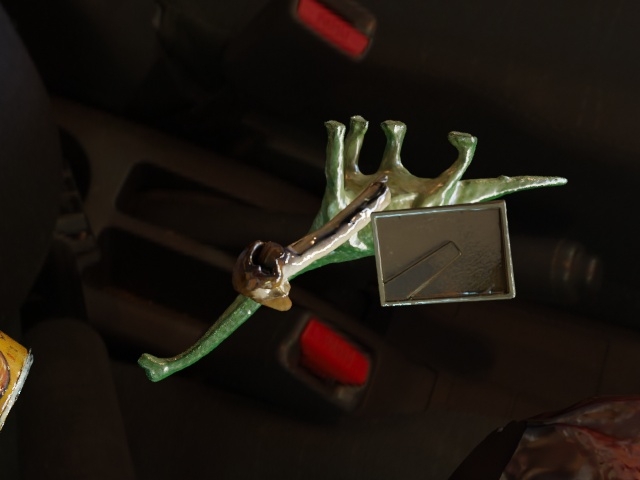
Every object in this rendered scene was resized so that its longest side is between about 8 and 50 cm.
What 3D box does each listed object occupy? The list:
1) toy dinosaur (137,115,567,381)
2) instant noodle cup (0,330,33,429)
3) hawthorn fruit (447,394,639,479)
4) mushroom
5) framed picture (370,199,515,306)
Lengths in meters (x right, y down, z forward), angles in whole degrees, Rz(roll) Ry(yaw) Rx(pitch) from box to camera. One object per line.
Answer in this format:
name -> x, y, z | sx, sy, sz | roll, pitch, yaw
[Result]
toy dinosaur -> 0.046, 0.023, 1.269 | 0.447, 0.087, 0.301 | 6, 101, -16
instant noodle cup -> -0.378, 0.134, 1.090 | 0.172, 0.215, 0.216 | 32, 63, -16
hawthorn fruit -> 0.154, 0.197, 0.587 | 0.215, 0.215, 0.250 | -29, 91, -20
mushroom -> 0.000, 0.000, 1.094 | 0.187, 0.061, 0.060 | -33, 42, -25
framed picture -> 0.079, 0.009, 0.782 | 0.089, 0.007, 0.066 | -5, 105, 14
